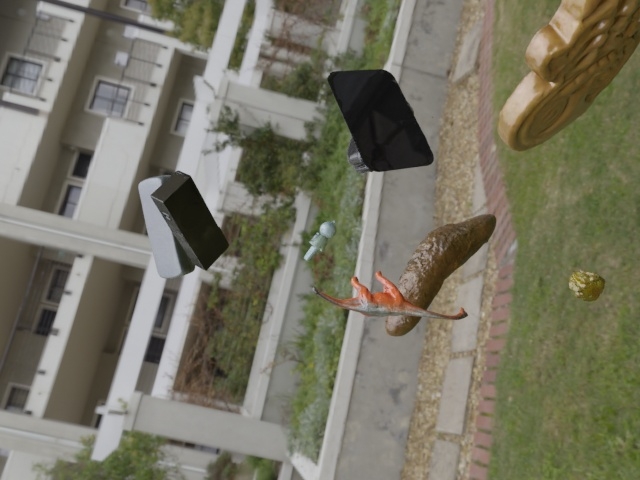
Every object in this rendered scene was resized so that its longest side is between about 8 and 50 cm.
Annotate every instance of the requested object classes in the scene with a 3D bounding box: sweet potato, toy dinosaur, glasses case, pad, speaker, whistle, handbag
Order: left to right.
[{"bbox_3d":[-0.482,-0.042,1.912,0.074,0.131,0.323,-18,-82,-55],"label":"glasses case"},{"bbox_3d":[-0.259,-0.037,1.234,0.082,0.044,0.218,-48,-36,-24],"label":"speaker"},{"bbox_3d":[0.000,0.000,1.241,0.100,0.035,0.035,-53,4,-4],"label":"whistle"},{"bbox_3d":[0.180,-0.330,1.911,0.253,0.093,0.308,-64,16,-6],"label":"handbag"},{"bbox_3d":[0.120,0.103,1.050,0.101,0.280,0.055,-110,24,-49],"label":"toy dinosaur"},{"bbox_3d":[0.181,-0.249,1.286,0.055,0.323,0.250,-40,62,40],"label":"pad"},{"bbox_3d":[0.232,0.040,1.209,0.341,0.114,0.092,-47,39,-15],"label":"sweet potato"}]

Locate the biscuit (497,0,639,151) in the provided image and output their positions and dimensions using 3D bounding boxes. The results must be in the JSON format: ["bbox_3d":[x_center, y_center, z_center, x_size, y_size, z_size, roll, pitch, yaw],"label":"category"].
[{"bbox_3d":[0.286,-0.198,0.660,0.202,0.044,0.288,-33,-21,-13],"label":"biscuit"}]

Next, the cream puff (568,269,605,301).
[{"bbox_3d":[0.594,0.097,1.356,0.058,0.083,0.083,-101,23,-53],"label":"cream puff"}]
